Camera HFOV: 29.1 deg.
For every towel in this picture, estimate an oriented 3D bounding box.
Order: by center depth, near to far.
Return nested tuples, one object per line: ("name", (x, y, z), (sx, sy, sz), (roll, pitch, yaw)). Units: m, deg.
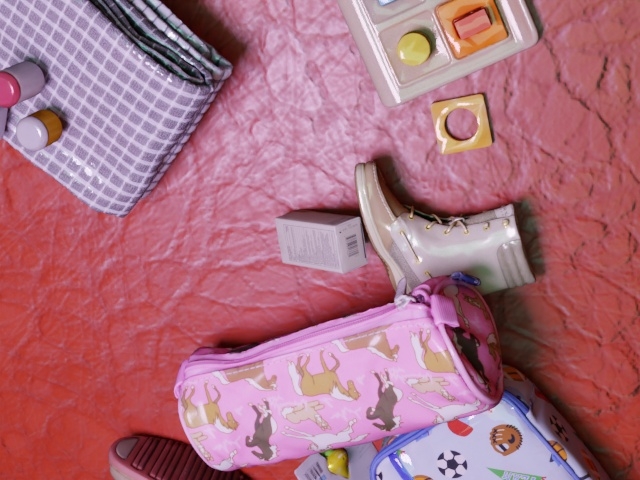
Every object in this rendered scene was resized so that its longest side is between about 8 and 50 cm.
("towel", (-0.274, -0.189, 1.397), (0.283, 0.121, 0.235), (38, 128, -1))

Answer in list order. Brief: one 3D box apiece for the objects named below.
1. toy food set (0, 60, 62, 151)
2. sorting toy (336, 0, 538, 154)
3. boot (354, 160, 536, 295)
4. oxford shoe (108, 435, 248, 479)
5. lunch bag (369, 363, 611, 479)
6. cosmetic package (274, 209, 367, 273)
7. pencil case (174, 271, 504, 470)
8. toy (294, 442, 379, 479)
("toy food set", (-0.401, -0.161, 1.331), (0.232, 0.104, 0.111), (24, 118, 12))
("sorting toy", (0.122, -0.261, 1.375), (0.196, 0.047, 0.348), (-22, 100, 16))
("boot", (0.143, -0.018, 1.422), (0.165, 0.077, 0.213), (-21, 107, 16))
("oxford shoe", (-0.125, 0.369, 1.557), (0.348, 0.123, 0.130), (29, 113, 3))
("lunch bag", (0.217, 0.318, 1.483), (0.243, 0.115, 0.303), (-37, 95, 20))
("cosmetic package", (0.000, 0.000, 1.440), (0.115, 0.041, 0.060), (11, 115, 50))
("pencil case", (0.016, 0.157, 1.416), (0.386, 0.160, 0.167), (-20, 86, 29))
("toy", (0.051, 0.347, 1.522), (0.056, 0.137, 0.237), (-19, 104, 42))
